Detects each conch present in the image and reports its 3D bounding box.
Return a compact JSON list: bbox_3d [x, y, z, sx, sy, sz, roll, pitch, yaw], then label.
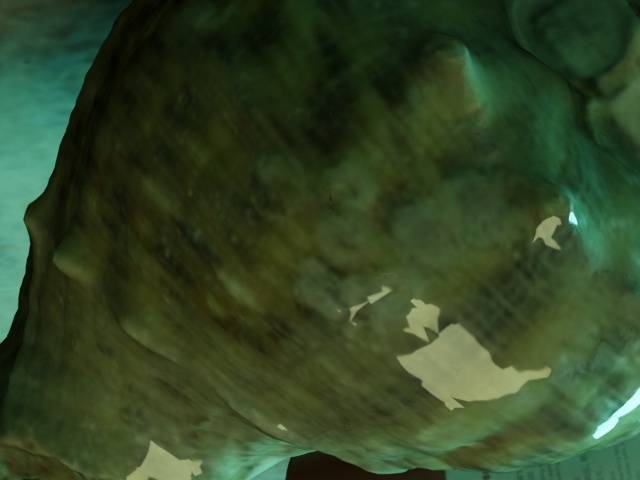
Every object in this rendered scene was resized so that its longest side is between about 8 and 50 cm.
[{"bbox_3d":[-0.002,-0.016,0.526,0.291,0.159,0.210,-14,-168,19],"label":"conch"}]

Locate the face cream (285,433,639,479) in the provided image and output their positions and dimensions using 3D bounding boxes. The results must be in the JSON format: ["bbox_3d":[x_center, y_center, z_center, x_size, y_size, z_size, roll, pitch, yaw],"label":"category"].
[{"bbox_3d":[0.098,0.122,0.889,0.214,0.096,0.096,-14,153,19],"label":"face cream"}]
